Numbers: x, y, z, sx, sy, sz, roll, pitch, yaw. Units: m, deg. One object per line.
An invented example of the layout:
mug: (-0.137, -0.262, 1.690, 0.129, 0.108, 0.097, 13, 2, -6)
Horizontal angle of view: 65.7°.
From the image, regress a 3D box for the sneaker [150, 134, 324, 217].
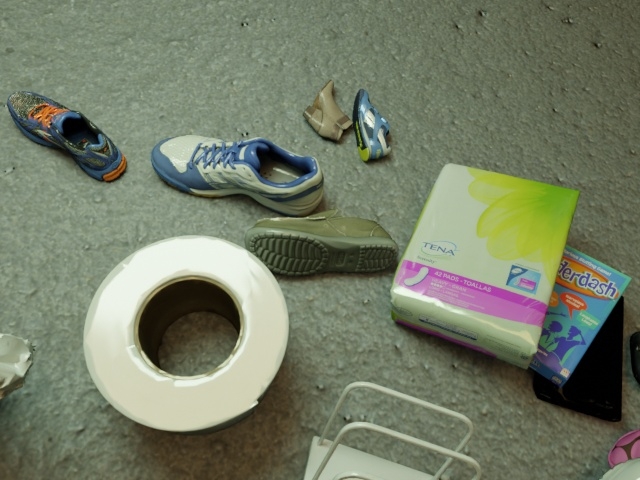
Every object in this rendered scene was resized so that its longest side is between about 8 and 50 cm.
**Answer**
sneaker: (-0.135, -0.133, 0.817, 0.297, 0.131, 0.111, 12, 68, -3)

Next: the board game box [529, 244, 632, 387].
board game box: (0.374, 0.104, 0.808, 0.160, 0.047, 0.210, 33, 69, 27)

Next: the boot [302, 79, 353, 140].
boot: (0.024, -0.244, 0.942, 0.087, 0.042, 0.118, 33, 67, -1)

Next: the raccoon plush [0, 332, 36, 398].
raccoon plush: (-0.485, 0.217, 0.485, 0.216, 0.447, 0.299, 30, 62, -33)

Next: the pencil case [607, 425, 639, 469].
pencil case: (0.544, 0.376, 0.733, 0.209, 0.095, 0.098, 46, 54, 9)

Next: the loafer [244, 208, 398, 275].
loafer: (0.000, 0.000, 0.815, 0.251, 0.094, 0.087, 6, 42, -16)

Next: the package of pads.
package of pads: (0.257, 0.024, 0.796, 0.229, 0.101, 0.296, 18, 63, 22)

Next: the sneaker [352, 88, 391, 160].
sneaker: (0.096, -0.218, 0.933, 0.059, 0.053, 0.144, -6, 77, -11)

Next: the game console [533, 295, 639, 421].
game console: (0.539, 0.211, 0.826, 0.362, 0.044, 0.213, 18, 66, 1)

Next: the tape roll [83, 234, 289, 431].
tape roll: (-0.171, 0.135, 0.676, 0.246, 0.169, 0.245, 3, 67, -8)

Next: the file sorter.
file sorter: (0.078, 0.331, 0.565, 0.193, 0.173, 0.277, 20, 32, -1)

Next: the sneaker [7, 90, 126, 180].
sneaker: (-0.421, -0.190, 0.819, 0.221, 0.087, 0.083, 30, 65, 4)

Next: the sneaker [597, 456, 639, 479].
sneaker: (0.397, 0.426, 0.641, 0.111, 0.129, 0.297, 31, 77, 11)
